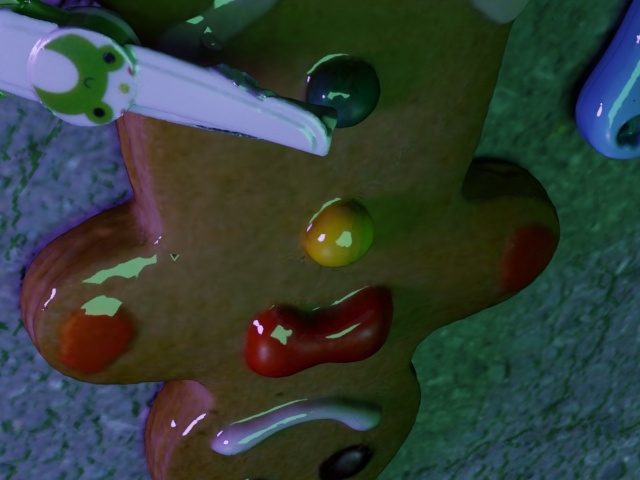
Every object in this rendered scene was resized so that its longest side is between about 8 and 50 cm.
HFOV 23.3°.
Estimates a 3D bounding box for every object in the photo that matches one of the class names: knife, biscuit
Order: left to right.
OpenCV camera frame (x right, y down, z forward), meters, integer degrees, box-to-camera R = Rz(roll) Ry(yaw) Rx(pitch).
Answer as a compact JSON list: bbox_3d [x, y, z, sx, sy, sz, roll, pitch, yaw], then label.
[{"bbox_3d":[0.000,0.001,0.743,0.283,0.064,0.432,-8,129,-21],"label":"biscuit"},{"bbox_3d":[0.171,-0.149,0.738,0.058,0.032,0.244,2,121,-18],"label":"knife"}]

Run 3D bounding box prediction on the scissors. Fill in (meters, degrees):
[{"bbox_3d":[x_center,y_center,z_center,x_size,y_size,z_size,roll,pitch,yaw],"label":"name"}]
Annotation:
[{"bbox_3d":[-0.093,-0.068,0.604,0.204,0.027,0.101,17,127,-5],"label":"scissors"}]
